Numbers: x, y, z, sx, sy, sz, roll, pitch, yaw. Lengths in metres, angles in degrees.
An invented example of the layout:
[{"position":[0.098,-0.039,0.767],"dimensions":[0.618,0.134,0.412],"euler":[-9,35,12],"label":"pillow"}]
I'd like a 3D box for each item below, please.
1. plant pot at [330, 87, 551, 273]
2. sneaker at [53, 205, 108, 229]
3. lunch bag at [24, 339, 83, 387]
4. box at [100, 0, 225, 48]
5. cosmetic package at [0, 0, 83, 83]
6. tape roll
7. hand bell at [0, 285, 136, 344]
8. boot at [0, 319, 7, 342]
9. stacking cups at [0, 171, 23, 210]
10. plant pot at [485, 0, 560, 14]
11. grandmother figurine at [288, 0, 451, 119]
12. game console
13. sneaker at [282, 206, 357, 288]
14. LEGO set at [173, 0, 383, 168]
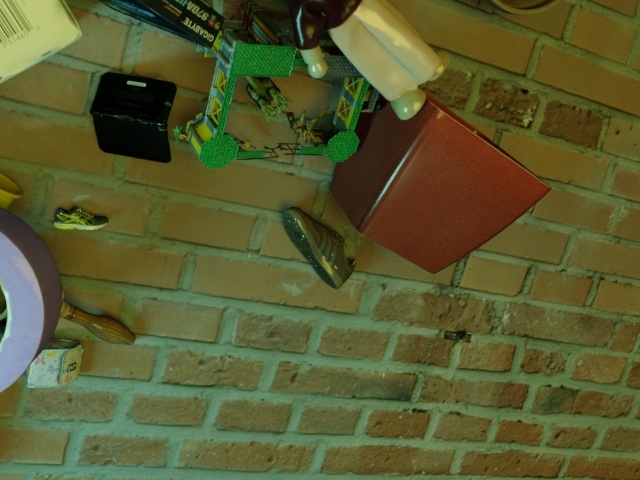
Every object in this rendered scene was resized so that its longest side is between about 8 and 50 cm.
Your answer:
[{"position":[0.169,-0.107,1.229],"dimensions":[0.267,0.267,0.235],"euler":[28,108,-27],"label":"plant pot"},{"position":[-0.376,-0.036,1.138],"dimensions":[0.083,0.031,0.035],"euler":[-3,107,-22],"label":"sneaker"},{"position":[-0.433,0.200,1.182],"dimensions":[0.083,0.053,0.071],"euler":[6,106,-33],"label":"lunch bag"},{"position":[-0.258,-0.337,0.951],"dimensions":[0.175,0.220,0.051],"euler":[21,97,-61],"label":"box"},{"position":[-0.399,-0.270,0.896],"dimensions":[0.160,0.309,0.113],"euler":[-33,117,-11],"label":"cosmetic package"},{"position":[-0.501,0.081,0.979],"dimensions":[0.275,0.090,0.274],"euler":[-1,103,-4],"label":"tape roll"},{"position":[-0.396,0.118,1.156],"dimensions":[0.242,0.126,0.126],"euler":[37,91,-40],"label":"hand bell"},{"position":[-0.534,0.168,1.141],"dimensions":[0.106,0.037,0.114],"euler":[40,94,-26],"label":"boot"},{"position":[-0.558,0.037,1.057],"dimensions":[0.096,0.096,0.316],"euler":[31,95,-28],"label":"stacking cups"},{"position":[0.331,-0.507,1.232],"dimensions":[0.237,0.110,0.237],"euler":[-7,109,-19],"label":"plant pot"},{"position":[0.038,-0.323,0.985],"dimensions":[0.342,0.104,0.207],"euler":[34,78,-33],"label":"grandmother figurine"},{"position":[-0.280,-0.188,1.106],"dimensions":[0.122,0.071,0.107],"euler":[11,75,10],"label":"game console"},{"position":[0.000,0.000,1.299],"dimensions":[0.071,0.066,0.188],"euler":[-46,124,-22],"label":"sneaker"},{"position":[-0.079,-0.256,1.136],"dimensions":[0.331,0.192,0.255],"euler":[-13,135,-25],"label":"LEGO set"}]
